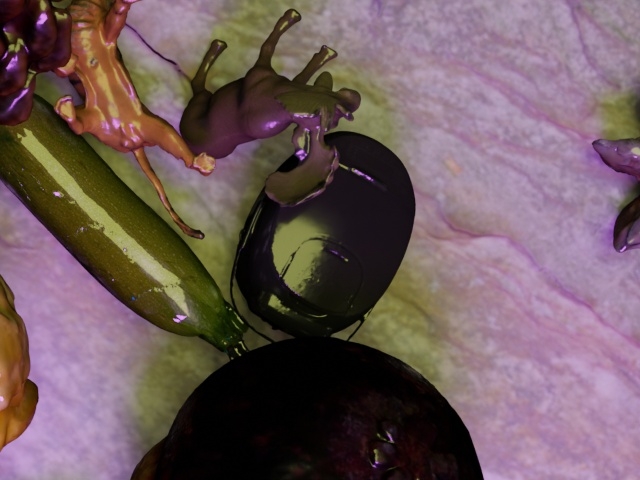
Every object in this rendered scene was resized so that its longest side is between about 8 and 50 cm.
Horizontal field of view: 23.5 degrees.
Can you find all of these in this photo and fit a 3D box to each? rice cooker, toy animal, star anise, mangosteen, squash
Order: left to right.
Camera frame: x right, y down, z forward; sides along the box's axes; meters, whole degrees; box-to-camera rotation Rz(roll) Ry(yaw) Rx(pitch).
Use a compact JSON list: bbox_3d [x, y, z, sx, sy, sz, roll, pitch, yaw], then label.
[{"bbox_3d":[-0.181,-0.007,1.355,0.331,0.087,0.087,45,79,-5],"label":"squash"},{"bbox_3d":[-0.173,-0.112,1.354,0.114,0.116,0.255,-21,96,-9],"label":"toy animal"},{"bbox_3d":[-0.039,-0.110,1.331,0.094,0.214,0.186,46,45,-27],"label":"toy animal"},{"bbox_3d":[-0.008,0.242,1.285,0.297,0.297,0.313,16,120,-12],"label":"mangosteen"},{"bbox_3d":[0.000,0.001,1.378,0.142,0.118,0.203,33,79,-17],"label":"rice cooker"},{"bbox_3d":[0.373,-0.070,1.485,0.236,0.093,0.229,25,83,-9],"label":"star anise"}]

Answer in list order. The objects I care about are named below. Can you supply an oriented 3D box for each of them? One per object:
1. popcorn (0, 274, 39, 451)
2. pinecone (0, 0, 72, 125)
[{"bbox_3d":[-0.353,0.092,1.228,0.225,0.265,0.332,8,65,-41],"label":"popcorn"},{"bbox_3d":[-0.378,-0.238,1.181,0.397,0.398,0.398,1,88,-13],"label":"pinecone"}]
